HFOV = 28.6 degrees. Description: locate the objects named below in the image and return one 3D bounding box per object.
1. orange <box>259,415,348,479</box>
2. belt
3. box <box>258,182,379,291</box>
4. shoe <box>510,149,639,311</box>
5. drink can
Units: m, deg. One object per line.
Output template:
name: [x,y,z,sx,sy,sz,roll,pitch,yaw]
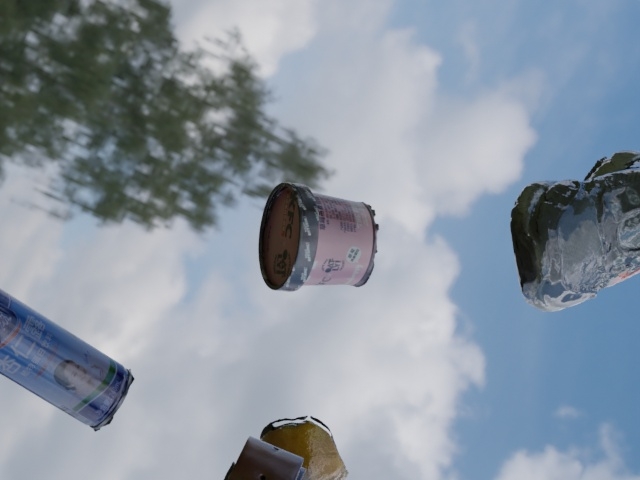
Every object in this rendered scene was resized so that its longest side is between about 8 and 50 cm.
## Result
orange: [-0.035,0.387,2.168,0.160,0.170,0.112,-63,180,25]
belt: [-0.107,0.394,1.703,0.261,0.105,0.184,-64,177,-50]
box: [0.000,0.000,1.759,0.151,0.135,0.151,-23,-116,61]
shoe: [0.320,-0.014,1.244,0.171,0.336,0.132,-3,-77,36]
drink can: [-0.363,0.150,1.625,0.097,0.235,0.097,-43,-156,25]
